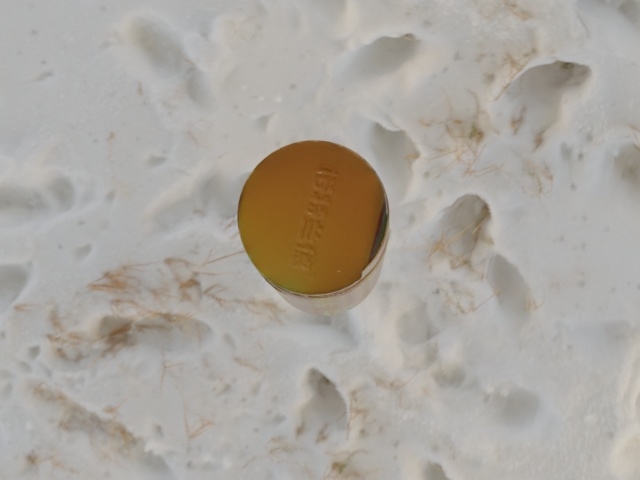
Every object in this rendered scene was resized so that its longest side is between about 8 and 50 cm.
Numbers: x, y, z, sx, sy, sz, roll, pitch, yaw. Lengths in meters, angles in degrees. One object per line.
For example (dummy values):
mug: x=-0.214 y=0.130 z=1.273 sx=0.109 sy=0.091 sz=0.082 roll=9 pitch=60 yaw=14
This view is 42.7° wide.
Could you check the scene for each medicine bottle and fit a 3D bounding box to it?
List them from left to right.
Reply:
medicine bottle: x=0.000 y=0.000 z=0.578 sx=0.096 sy=0.192 sz=0.096 roll=0 pitch=81 yaw=2
